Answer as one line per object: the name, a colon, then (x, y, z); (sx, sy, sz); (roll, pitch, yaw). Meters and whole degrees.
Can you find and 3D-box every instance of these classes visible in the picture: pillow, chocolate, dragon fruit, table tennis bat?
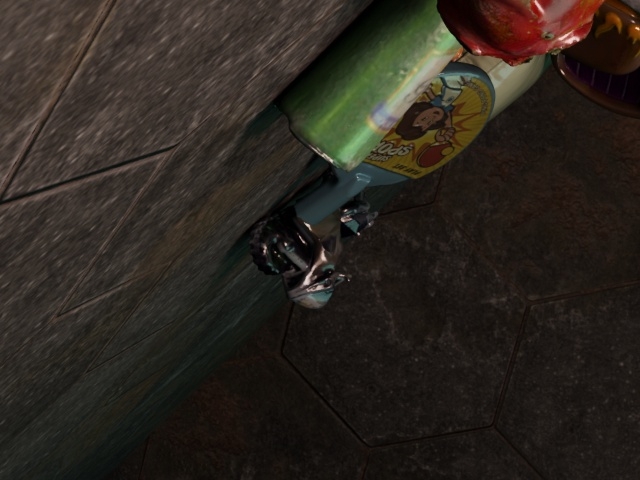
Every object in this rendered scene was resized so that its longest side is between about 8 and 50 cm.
pillow: (0.222, -0.233, 2.346); (0.255, 0.120, 0.322); (-40, 177, 19)
chocolate: (0.088, -0.200, 1.610); (0.291, 0.110, 0.110); (-46, 175, 10)
dragon fruit: (0.198, -0.275, 1.409); (0.269, 0.198, 0.200); (-57, 164, 4)
table tennis bat: (0.092, -0.125, 2.193); (0.329, 0.044, 0.215); (-39, 147, 27)

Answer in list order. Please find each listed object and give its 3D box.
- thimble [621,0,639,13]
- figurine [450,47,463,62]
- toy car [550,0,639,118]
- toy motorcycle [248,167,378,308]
thimble: (0.430, -0.386, 1.959); (0.217, 0.245, 0.157); (-6, 164, -15)
figurine: (0.145, -0.224, 2.167); (0.109, 0.064, 0.047); (-54, 151, 16)
toy car: (0.402, -0.290, 2.181); (0.240, 0.271, 0.340); (-45, 152, -28)
toy motorcycle: (0.000, 0.000, 2.399); (0.106, 0.159, 0.270); (-18, -168, 41)
